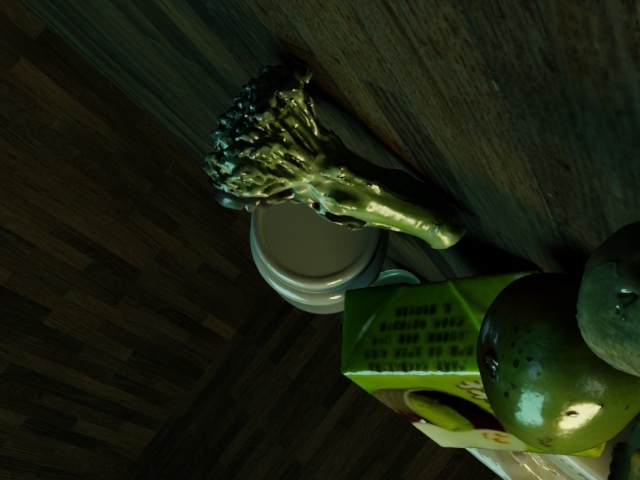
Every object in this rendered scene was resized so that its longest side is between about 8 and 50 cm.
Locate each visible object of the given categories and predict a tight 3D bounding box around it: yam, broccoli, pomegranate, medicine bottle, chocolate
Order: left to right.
[{"bbox_3d":[0.000,0.000,1.173,0.208,0.208,0.340,37,174,7],"label":"medicine bottle"},{"bbox_3d":[0.028,-0.072,0.838,0.304,0.165,0.145,26,147,-17],"label":"broccoli"},{"bbox_3d":[0.211,0.173,1.010,0.288,0.137,0.301,-9,143,42],"label":"chocolate"},{"bbox_3d":[0.261,0.118,0.753,0.209,0.180,0.180,7,-176,-15],"label":"pomegranate"},{"bbox_3d":[0.241,0.047,0.420,0.107,0.107,0.194,39,175,-18],"label":"yam"}]

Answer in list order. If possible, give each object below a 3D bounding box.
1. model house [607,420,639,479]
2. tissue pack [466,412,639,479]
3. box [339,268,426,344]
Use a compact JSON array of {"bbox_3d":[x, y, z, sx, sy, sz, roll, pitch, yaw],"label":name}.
[{"bbox_3d":[0.503,0.403,1.029,0.280,0.249,0.230,41,174,-35],"label":"model house"},{"bbox_3d":[0.380,0.318,1.289,0.305,0.238,0.238,37,175,10],"label":"tissue pack"},{"bbox_3d":[0.170,0.192,1.637,0.149,0.226,0.226,41,175,-37],"label":"box"}]
